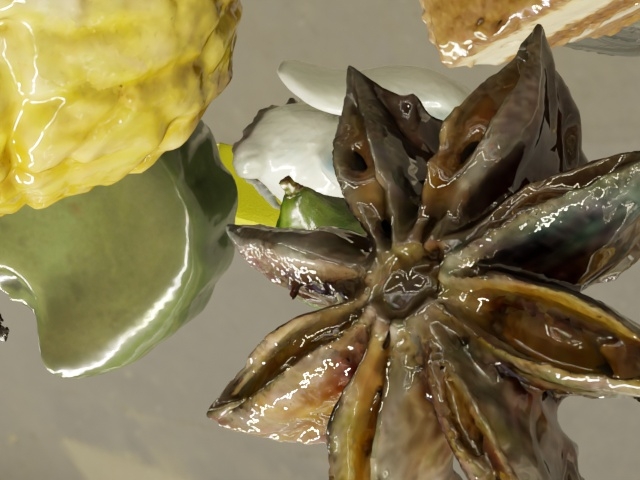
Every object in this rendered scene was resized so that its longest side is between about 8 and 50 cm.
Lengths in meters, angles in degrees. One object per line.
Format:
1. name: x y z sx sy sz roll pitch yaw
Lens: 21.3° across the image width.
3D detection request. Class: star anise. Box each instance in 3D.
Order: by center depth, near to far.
1. star anise: 0.076 0.035 0.946 0.332 0.331 0.117 31 -179 35

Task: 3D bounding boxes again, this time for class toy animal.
1. toy animal: 0.056 -0.105 1.965 0.289 0.174 0.249 6 156 9

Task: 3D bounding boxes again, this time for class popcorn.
1. popcorn: -0.234 -0.175 1.269 0.354 0.390 0.344 26 -154 -18

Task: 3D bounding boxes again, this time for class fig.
1. fig: 0.000 0.000 1.616 0.117 0.117 0.177 34 173 31

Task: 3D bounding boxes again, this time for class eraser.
1. eraser: -0.093 -0.066 2.222 0.122 0.097 0.045 12 167 -25

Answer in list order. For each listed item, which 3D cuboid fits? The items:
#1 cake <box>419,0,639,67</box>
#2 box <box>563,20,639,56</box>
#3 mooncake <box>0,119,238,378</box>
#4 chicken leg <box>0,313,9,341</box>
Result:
1. cake: 0.215 -0.307 1.411 0.282 0.290 0.255 -26 82 48
2. box: 0.397 -0.285 2.104 0.201 0.212 0.042 -40 52 48
3. mooncake: -0.267 -0.034 1.907 0.351 0.187 0.351 5 108 16
4. chicken leg: -0.411 0.107 1.676 0.105 0.234 0.063 -63 -43 -77
